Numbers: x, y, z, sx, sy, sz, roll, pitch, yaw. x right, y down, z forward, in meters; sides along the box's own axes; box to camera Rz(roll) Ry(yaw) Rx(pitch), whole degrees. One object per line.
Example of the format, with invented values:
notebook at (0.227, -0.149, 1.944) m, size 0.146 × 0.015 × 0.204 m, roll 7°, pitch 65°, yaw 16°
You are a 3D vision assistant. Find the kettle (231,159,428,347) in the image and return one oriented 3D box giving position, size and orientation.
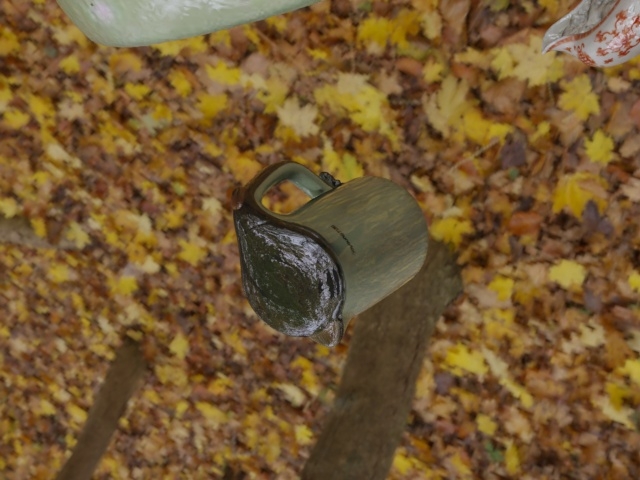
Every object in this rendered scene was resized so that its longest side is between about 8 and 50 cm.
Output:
kettle at (0.000, 0.000, 1.207) m, size 0.165 × 0.255 × 0.240 m, roll -40°, pitch 83°, yaw 34°

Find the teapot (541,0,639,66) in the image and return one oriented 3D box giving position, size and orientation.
teapot at (0.401, -0.311, 1.219) m, size 0.116 × 0.159 × 0.245 m, roll 32°, pitch 130°, yaw -4°

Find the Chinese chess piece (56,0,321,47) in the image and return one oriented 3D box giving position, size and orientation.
Chinese chess piece at (-0.045, -0.198, 0.556) m, size 0.250 × 0.250 × 0.101 m, roll 1°, pitch 118°, yaw 36°
